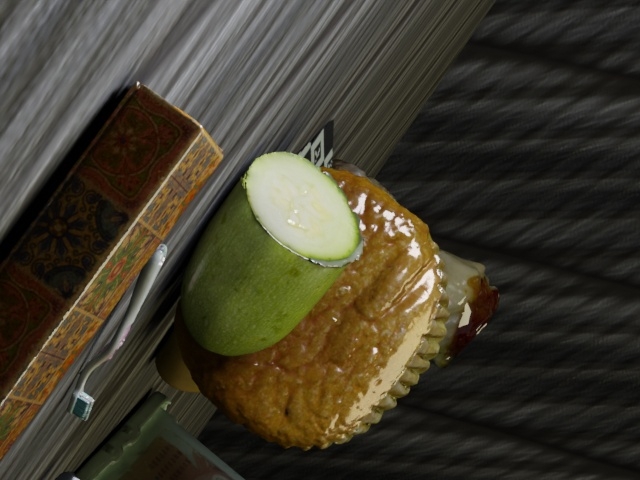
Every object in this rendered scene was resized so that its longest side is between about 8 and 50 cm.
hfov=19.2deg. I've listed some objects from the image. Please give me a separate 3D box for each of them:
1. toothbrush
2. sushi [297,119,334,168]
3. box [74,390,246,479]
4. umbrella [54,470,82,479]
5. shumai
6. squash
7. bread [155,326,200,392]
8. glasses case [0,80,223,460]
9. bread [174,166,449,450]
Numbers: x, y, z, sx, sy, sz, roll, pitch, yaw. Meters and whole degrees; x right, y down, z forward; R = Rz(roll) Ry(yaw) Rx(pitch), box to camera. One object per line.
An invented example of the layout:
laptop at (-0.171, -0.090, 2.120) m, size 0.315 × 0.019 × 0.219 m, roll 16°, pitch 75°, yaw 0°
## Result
toothbrush at (-0.155, 0.070, 1.422) m, size 0.204 × 0.022 × 0.017 m, roll -60°, pitch 177°, yaw 41°
sushi at (0.000, 0.000, 1.970) m, size 0.193 × 0.040 × 0.210 m, roll -50°, pitch 146°, yaw -59°
box at (-0.203, 0.328, 2.133) m, size 0.175 × 0.182 × 0.312 m, roll -55°, pitch 178°, yaw 27°
umbrella at (-0.290, 0.319, 1.715) m, size 0.248 × 0.071 × 0.071 m, roll -51°, pitch 177°, yaw -26°
shumai at (0.055, 0.072, 2.312) m, size 0.217 × 0.283 × 0.346 m, roll -54°, pitch 180°, yaw -34°
squash at (-0.053, 0.026, 1.600) m, size 0.187 × 0.123 × 0.123 m, roll -53°, pitch 179°, yaw 39°
bread at (-0.085, 0.082, 2.001) m, size 0.147 × 0.098 × 0.217 m, roll -60°, pitch 176°, yaw 32°
glasses case at (-0.132, 0.027, 0.898) m, size 0.218 × 0.049 × 0.075 m, roll -54°, pitch 171°, yaw -3°
bread at (-0.004, 0.063, 1.733) m, size 0.253 × 0.227 × 0.142 m, roll -47°, pitch 175°, yaw 5°
